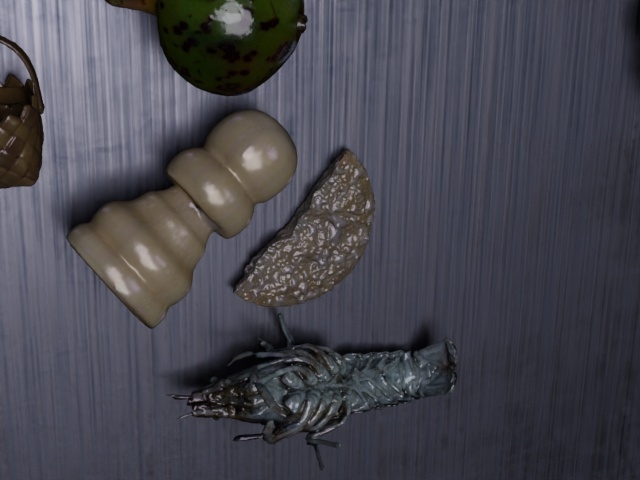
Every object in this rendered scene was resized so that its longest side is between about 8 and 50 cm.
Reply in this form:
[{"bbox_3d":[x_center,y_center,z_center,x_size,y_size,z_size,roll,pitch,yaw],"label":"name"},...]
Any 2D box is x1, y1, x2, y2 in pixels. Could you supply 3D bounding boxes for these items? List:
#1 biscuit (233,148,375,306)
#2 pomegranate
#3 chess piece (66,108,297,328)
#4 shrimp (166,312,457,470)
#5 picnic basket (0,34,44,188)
[{"bbox_3d":[0.000,0.004,1.739,0.133,0.032,0.250,38,92,-30],"label":"biscuit"},{"bbox_3d":[-0.136,-0.280,1.502,0.248,0.202,0.202,14,107,6],"label":"pomegranate"},{"bbox_3d":[-0.160,-0.047,1.597,0.300,0.167,0.167,-44,119,-8],"label":"chess piece"},{"bbox_3d":[0.001,0.206,1.757,0.411,0.166,0.221,-2,78,-35],"label":"shrimp"},{"bbox_3d":[-0.385,-0.158,1.462,0.128,0.138,0.178,-14,120,-5],"label":"picnic basket"}]
